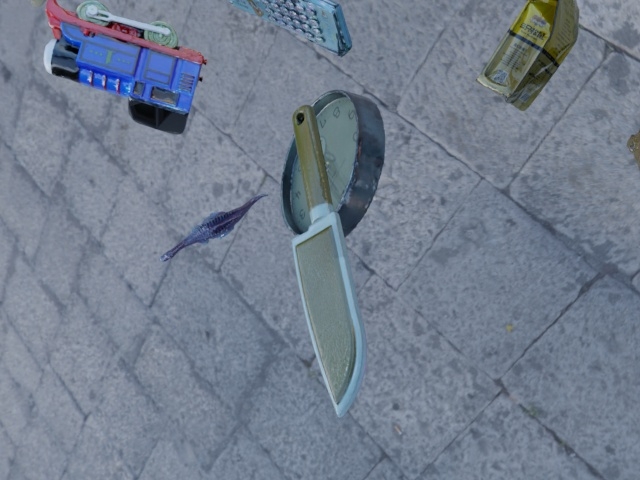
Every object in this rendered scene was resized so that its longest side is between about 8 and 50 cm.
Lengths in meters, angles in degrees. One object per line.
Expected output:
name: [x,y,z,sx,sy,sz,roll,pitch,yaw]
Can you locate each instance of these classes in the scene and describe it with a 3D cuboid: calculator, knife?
calculator: [-0.039,-0.222,0.495,0.172,0.057,0.018,36,75,30]
knife: [-0.001,0.001,0.527,0.061,0.027,0.342,-29,55,28]

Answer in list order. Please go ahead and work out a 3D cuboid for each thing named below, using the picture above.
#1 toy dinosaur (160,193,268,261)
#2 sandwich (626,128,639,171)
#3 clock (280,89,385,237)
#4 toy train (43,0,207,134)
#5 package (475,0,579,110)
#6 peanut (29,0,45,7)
toy dinosaur: [-0.170,-0.021,0.839,0.045,0.197,0.080,59,164,-9]
sandwich: [0.596,-0.040,0.720,0.262,0.325,0.131,26,131,-7]
clock: [0.009,-0.102,0.722,0.215,0.042,0.214,-30,54,53]
toy train: [-0.264,-0.237,0.707,0.083,0.204,0.131,159,123,-71]
package: [0.214,-0.196,0.509,0.047,0.071,0.131,44,113,31]
peanut: [-0.122,-0.188,0.156,0.100,0.099,0.214,31,135,29]
